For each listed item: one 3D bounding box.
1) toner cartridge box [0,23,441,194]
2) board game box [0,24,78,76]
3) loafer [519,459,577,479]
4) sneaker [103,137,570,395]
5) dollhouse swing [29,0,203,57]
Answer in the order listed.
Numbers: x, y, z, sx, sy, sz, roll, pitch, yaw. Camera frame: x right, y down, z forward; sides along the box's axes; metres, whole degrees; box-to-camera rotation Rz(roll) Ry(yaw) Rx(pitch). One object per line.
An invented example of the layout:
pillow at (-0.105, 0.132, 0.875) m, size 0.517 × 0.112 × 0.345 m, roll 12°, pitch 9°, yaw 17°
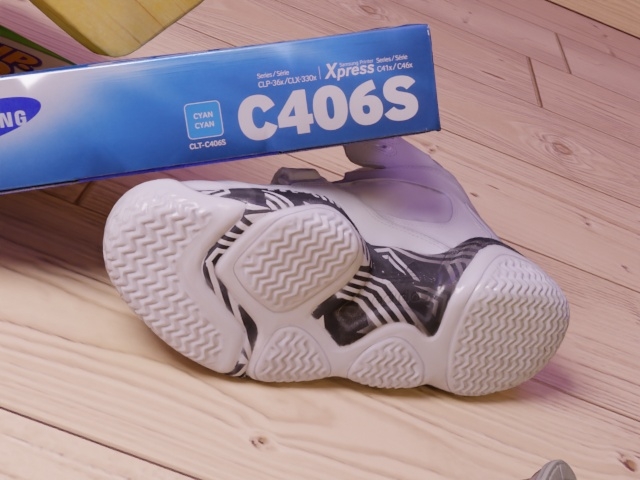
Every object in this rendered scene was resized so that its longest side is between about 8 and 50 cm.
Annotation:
toner cartridge box at (-0.105, -0.094, 0.744) m, size 0.348 × 0.075 × 0.165 m, roll -9°, pitch 10°, yaw -7°
board game box at (-0.319, -0.145, 0.918) m, size 0.124 × 0.039 × 0.259 m, roll 28°, pitch 25°, yaw 9°
loafer at (0.127, 0.182, 0.680) m, size 0.125 × 0.039 × 0.045 m, roll -24°, pitch 86°, yaw -52°
sneaker at (0.000, 0.000, 0.802) m, size 0.366 × 0.137 × 0.210 m, roll 13°, pitch 27°, yaw -28°
dollhouse swing at (-0.329, -0.178, 0.805) m, size 0.347 × 0.305 × 0.315 m, roll 18°, pitch -16°, yaw 41°
